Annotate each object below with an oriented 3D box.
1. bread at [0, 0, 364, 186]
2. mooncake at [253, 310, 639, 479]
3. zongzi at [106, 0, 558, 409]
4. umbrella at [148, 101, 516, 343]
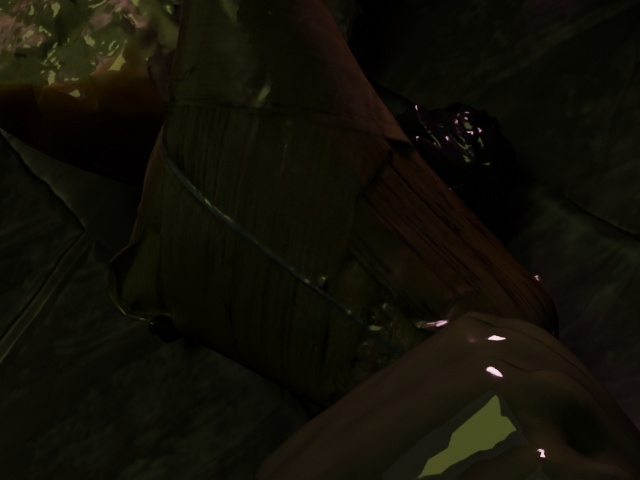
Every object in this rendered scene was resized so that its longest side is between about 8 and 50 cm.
[{"bbox_3d":[-0.139,-0.156,1.621,0.279,0.250,0.224,8,83,43],"label":"bread"},{"bbox_3d":[0.132,0.212,1.048,0.194,0.356,0.356,-37,43,8],"label":"mooncake"},{"bbox_3d":[0.028,-0.059,1.328,0.323,0.160,0.360,23,118,22],"label":"zongzi"},{"bbox_3d":[0.000,0.000,1.520,0.340,0.118,0.118,-30,45,30],"label":"umbrella"}]
